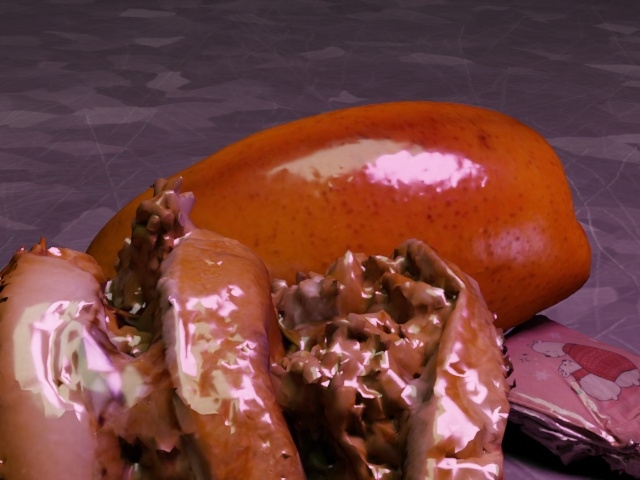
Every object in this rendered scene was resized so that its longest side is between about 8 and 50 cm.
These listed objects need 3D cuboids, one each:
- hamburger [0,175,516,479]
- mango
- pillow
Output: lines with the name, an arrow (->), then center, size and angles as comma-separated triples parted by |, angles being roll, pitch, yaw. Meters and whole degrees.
hamburger -> -0.032, 0.102, 0.615 | 0.211, 0.260, 0.245 | -3, 0, -5
mango -> 0.000, 0.000, 0.998 | 0.350, 0.199, 0.201 | -8, 35, -9
pillow -> 0.219, 0.116, 0.922 | 0.248, 0.049, 0.135 | 17, 24, 26
